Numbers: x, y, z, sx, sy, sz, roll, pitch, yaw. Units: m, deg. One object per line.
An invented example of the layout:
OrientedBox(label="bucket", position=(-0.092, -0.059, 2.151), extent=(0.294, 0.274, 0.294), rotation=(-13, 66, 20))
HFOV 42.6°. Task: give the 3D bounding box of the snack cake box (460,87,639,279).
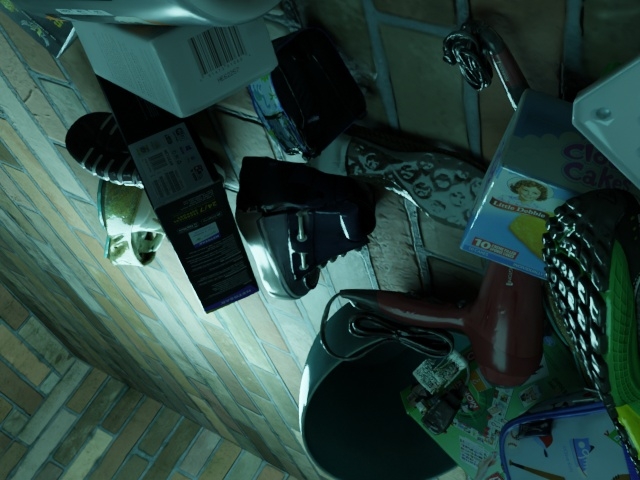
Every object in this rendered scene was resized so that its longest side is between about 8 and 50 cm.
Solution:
OrientedBox(label="snack cake box", position=(0.273, -0.015, 0.719), extent=(0.264, 0.089, 0.152), rotation=(20, 155, 6))

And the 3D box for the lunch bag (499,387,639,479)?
OrientedBox(label="lunch bag", position=(0.352, 0.316, 0.961), extent=(0.243, 0.115, 0.303), rotation=(-20, 83, 41))

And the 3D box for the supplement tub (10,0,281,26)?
OrientedBox(label="supplement tub", position=(-0.178, -0.286, 0.706), extent=(0.316, 0.194, 0.194), rotation=(15, 150, 38))

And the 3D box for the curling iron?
OrientedBox(label="curling iron", position=(0.198, -0.104, 0.770), extent=(0.274, 0.035, 0.068), rotation=(44, 176, -32))

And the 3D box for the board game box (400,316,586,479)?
OrientedBox(label="board game box", position=(0.282, 0.251, 1.121), extent=(0.317, 0.213, 0.046), rotation=(48, -168, -30))

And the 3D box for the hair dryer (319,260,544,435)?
OrientedBox(label="hair dryer", position=(0.148, 0.094, 0.945), extent=(0.223, 0.080, 0.293), rotation=(40, 116, -7))

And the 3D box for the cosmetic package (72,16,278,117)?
OrientedBox(label="cosmetic package", position=(-0.156, -0.207, 0.834), extent=(0.231, 0.117, 0.086), rotation=(31, 147, 51))

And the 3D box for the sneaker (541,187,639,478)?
OrientedBox(label="sneaker", position=(0.287, 0.078, 0.680), extent=(0.146, 0.134, 0.343), rotation=(-27, 127, 12))

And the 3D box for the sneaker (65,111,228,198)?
OrientedBox(label="sneaker", position=(-0.264, -0.092, 1.287), extent=(0.281, 0.106, 0.162), rotation=(24, 157, 20))

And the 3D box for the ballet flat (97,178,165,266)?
OrientedBox(label="ballet flat", position=(-0.335, -0.038, 1.485), extent=(0.123, 0.123, 0.348), rotation=(33, 155, 2))

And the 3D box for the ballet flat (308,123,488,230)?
OrientedBox(label="ballet flat", position=(0.100, -0.079, 0.920), extent=(0.249, 0.058, 0.084), rotation=(20, 117, 18))

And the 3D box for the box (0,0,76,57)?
OrientedBox(label="box", position=(-0.382, -0.350, 1.009), extent=(0.231, 0.056, 0.183), rotation=(42, 154, -17))

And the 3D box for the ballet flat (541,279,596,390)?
OrientedBox(label="ballet flat", position=(0.325, 0.110, 0.983), extent=(0.067, 0.073, 0.206), rotation=(-15, 135, 28))

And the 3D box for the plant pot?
OrientedBox(label="plant pot", position=(0.100, 0.185, 1.190), extent=(0.290, 0.290, 0.195), rotation=(50, -169, -32))

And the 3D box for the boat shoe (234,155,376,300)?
OrientedBox(label="boat shoe", position=(0.000, 0.000, 1.104), extent=(0.158, 0.127, 0.340), rotation=(3, 160, 11))

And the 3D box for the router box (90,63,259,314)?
OrientedBox(label="router box", position=(-0.186, -0.096, 1.017), extent=(0.243, 0.081, 0.309), rotation=(79, 165, -58))

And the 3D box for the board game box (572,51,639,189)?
OrientedBox(label="board game box", position=(0.418, -0.053, 0.460), extent=(0.390, 0.050, 0.390), rotation=(40, 142, -12))

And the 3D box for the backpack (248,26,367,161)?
OrientedBox(label="backpack", position=(-0.023, -0.157, 0.859), extent=(0.084, 0.105, 0.114), rotation=(7, 133, 51))
